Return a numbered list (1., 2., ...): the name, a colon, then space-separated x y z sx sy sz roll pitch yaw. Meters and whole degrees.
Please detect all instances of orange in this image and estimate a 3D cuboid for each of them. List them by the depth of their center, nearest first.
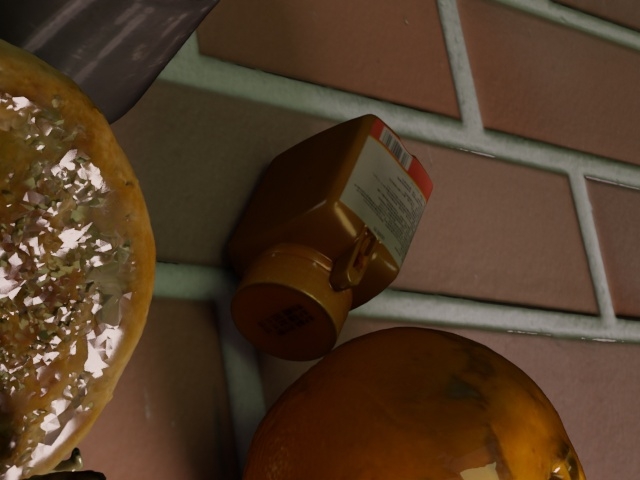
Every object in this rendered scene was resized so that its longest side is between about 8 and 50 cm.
1. orange: 0.077 0.226 1.355 0.312 0.312 0.312 25 54 -40

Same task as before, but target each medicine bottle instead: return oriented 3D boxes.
1. medicine bottle: 0.001 0.001 1.493 0.112 0.149 0.222 48 42 -23

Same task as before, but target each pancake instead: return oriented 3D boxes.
1. pancake: -0.278 0.040 1.072 0.387 0.082 0.386 -11 110 -32

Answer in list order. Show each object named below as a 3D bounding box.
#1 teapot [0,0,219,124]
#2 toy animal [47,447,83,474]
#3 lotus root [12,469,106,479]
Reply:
1. teapot: -0.195 -0.271 1.233 0.376 0.362 0.305 14 61 -44
2. toy animal: -0.212 0.211 1.214 0.086 0.069 0.219 -25 86 -31
3. lotus root: -0.208 0.262 1.037 0.199 0.188 0.180 -62 139 -69
